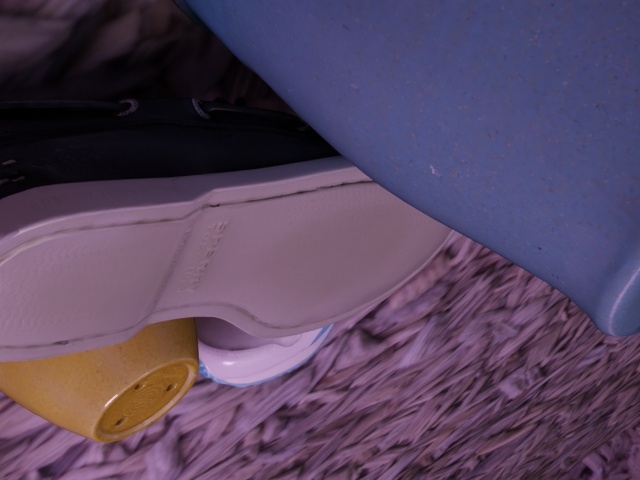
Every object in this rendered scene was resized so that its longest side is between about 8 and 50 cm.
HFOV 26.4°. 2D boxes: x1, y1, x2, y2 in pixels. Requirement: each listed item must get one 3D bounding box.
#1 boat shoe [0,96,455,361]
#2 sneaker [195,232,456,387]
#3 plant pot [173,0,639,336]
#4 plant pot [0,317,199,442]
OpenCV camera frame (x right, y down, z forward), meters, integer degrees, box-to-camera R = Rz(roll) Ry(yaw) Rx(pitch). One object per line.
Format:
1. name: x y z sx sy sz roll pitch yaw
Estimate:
1. boat shoe: -0.060 -0.021 0.676 0.340 0.113 0.127 -9 140 -45
2. sneaker: 0.000 0.000 0.868 0.229 0.087 0.092 -39 153 -21
3. plant pot: 0.111 -0.110 0.583 0.272 0.255 0.271 -34 158 -16
4. plant pot: -0.120 0.052 0.741 0.134 0.095 0.134 -33 157 -16
